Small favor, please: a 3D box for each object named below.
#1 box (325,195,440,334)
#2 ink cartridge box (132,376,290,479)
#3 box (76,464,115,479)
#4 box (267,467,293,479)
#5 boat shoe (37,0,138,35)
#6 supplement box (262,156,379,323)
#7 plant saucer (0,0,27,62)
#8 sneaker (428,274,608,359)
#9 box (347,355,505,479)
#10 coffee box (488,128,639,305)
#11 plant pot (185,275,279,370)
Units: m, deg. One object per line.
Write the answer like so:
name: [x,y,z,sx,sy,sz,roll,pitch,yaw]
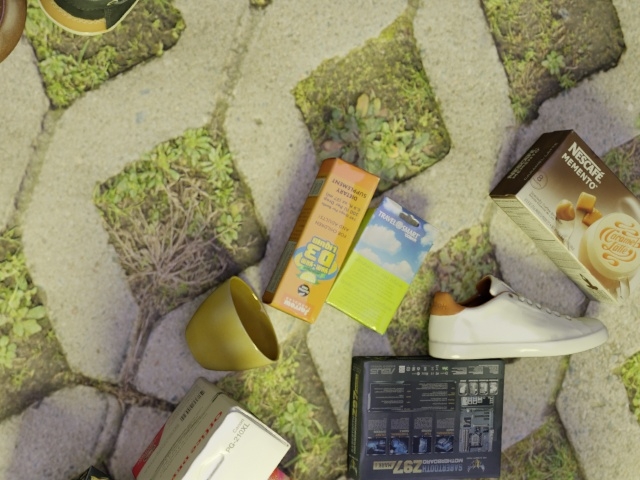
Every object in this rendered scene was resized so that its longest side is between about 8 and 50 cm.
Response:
box: [0.087,0.036,1.762,0.109,0.042,0.178,31,84,-16]
ink cartridge box: [-0.153,0.294,1.603,0.100,0.237,0.172,38,83,-15]
box: [-0.301,0.421,1.604,0.175,0.051,0.220,38,118,-15]
box: [-0.119,0.436,1.622,0.128,0.122,0.257,40,48,-15]
boat shoe: [-0.212,-0.500,1.593,0.186,0.156,0.500,33,82,-13]
supplement box: [0.000,0.000,1.718,0.078,0.080,0.233,24,88,-14]
plant saucer: [-0.490,-0.316,1.581,0.198,0.036,0.199,-1,92,-15]
sneaker: [0.304,0.113,1.796,0.290,0.106,0.123,-1,90,-18]
box: [0.159,0.265,1.786,0.232,0.059,0.183,1,92,-17]
coffee box: [0.400,-0.035,1.821,0.246,0.098,0.141,45,80,-14]
plant pot: [-0.131,0.131,1.670,0.095,0.134,0.134,-29,101,12]
